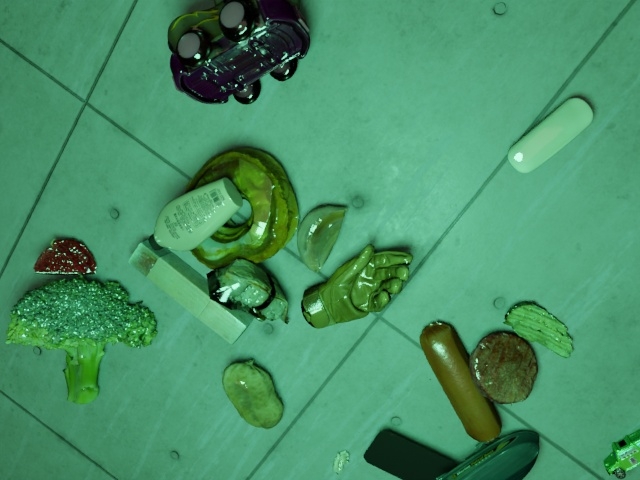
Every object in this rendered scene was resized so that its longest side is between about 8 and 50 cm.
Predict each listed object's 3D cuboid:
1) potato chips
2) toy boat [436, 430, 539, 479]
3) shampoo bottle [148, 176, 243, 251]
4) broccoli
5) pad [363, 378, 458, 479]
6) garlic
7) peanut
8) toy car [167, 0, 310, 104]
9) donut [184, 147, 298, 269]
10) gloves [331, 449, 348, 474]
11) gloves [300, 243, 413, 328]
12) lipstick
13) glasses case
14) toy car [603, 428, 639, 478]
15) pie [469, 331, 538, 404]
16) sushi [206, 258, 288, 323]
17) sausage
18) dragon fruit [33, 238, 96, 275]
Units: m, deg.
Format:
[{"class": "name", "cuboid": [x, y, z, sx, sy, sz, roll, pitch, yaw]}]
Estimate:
[{"class": "potato chips", "cuboid": [0.557, 0.220, 1.215, 0.208, 0.028, 0.091, 29, 97, -4]}, {"class": "toy boat", "cuboid": [0.447, 0.587, 1.261, 0.296, 0.122, 0.114, -29, 101, -11]}, {"class": "shampoo bottle", "cuboid": [-0.306, -0.051, 1.155, 0.257, 0.078, 0.127, -29, 90, 17]}, {"class": "broccoli", "cuboid": [-0.731, 0.285, 1.403, 0.353, 0.275, 0.397, 46, 120, -1]}, {"class": "pad", "cuboid": [0.286, 0.550, 1.331, 0.250, 0.055, 0.323, 25, 105, 5]}, {"class": "garlic", "cuboid": [-0.010, -0.012, 1.257, 0.102, 0.087, 0.195, 20, 103, -7]}, {"class": "peanut", "cuboid": [-0.187, 0.432, 1.367, 0.129, 0.129, 0.224, -22, 106, 15]}, {"class": "toy car", "cuboid": [-0.202, -0.487, 1.118, 0.341, 0.271, 0.240, -25, 78, 16]}, {"class": "donut", "cuboid": [-0.216, -0.068, 1.245, 0.330, 0.160, 0.329, 2, 108, 7]}, {"class": "gloves", "cuboid": [0.053, 0.644, 1.405, 0.081, 0.037, 0.044, -50, 126, 1]}, {"class": "gloves", "cuboid": [0.100, 0.118, 1.234, 0.331, 0.141, 0.154, -30, 69, 25]}, {"class": "lipstick", "cuboid": [-0.360, 0.140, 1.360, 0.371, 0.076, 0.079, 39, 105, 1]}, {"class": "glasses case", "cuboid": [0.525, -0.239, 1.116, 0.204, 0.051, 0.081, -40, 91, 16]}, {"class": "toy car", "cuboid": [0.787, 0.531, 1.223, 0.165, 0.071, 0.062, -40, 77, 16]}, {"class": "pie", "cuboid": [0.458, 0.316, 1.212, 0.183, 0.049, 0.182, 2, 80, -12]}, {"class": "sushi", "cuboid": [-0.154, 0.133, 1.251, 0.273, 0.134, 0.109, 33, 103, -31]}, {"class": "sausage", "cuboid": [0.365, 0.372, 1.258, 0.097, 0.094, 0.348, -28, 95, 15]}, {"class": "dragon fruit", "cuboid": [-0.741, 0.051, 1.419, 0.162, 0.083, 0.106, 1, 82, -23]}]
